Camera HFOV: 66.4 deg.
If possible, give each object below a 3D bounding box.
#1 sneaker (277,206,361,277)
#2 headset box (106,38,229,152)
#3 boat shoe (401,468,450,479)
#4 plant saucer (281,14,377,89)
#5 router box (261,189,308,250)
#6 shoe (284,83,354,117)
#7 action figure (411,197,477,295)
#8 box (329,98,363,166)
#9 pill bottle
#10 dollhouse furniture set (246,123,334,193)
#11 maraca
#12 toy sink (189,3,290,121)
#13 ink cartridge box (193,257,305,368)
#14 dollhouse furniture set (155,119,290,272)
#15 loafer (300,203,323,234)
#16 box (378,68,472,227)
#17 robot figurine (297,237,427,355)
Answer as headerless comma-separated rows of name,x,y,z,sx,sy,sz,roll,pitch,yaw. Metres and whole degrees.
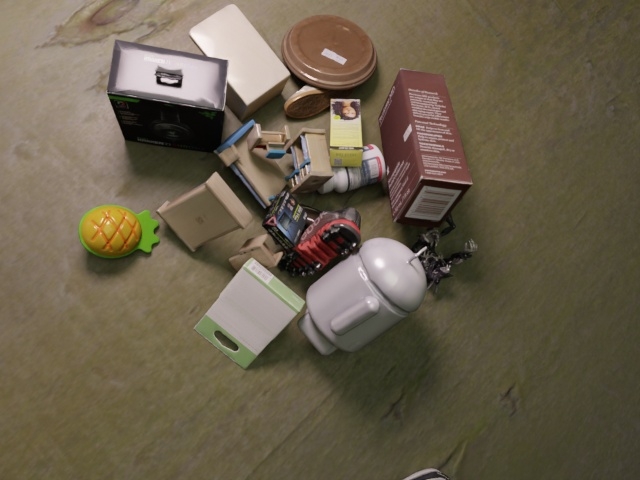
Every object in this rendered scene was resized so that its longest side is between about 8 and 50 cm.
sneaker,0.000,0.000,1.218,0.098,0.276,0.135,42,42,-19
headset box,-0.349,-0.332,1.159,0.247,0.283,0.131,6,78,-13
boat shoe,0.194,0.656,1.199,0.303,0.091,0.114,-24,86,-17
plant saucer,0.029,-0.542,1.382,0.278,0.041,0.277,4,64,-8
router box,-0.084,-0.051,1.196,0.092,0.038,0.122,49,40,-28
shoe,-0.010,-0.406,1.377,0.219,0.076,0.058,-25,50,-17
action figure,0.326,0.008,1.336,0.164,0.141,0.275,10,75,-24
box,0.066,-0.293,1.308,0.088,0.058,0.232,1,49,-1
pill bottle,0.074,-0.189,1.326,0.180,0.108,0.107,-18,84,-16
dollhouse furniture set,-0.087,-0.197,1.221,0.184,0.129,0.129,-3,75,-29
maraca,-0.477,-0.021,1.167,0.186,0.099,0.127,-1,89,-39
toy sink,-0.221,-0.465,1.296,0.153,0.131,0.234,-42,96,-17
ink cartridge box,-0.175,0.181,1.187,0.171,0.056,0.235,40,115,-4
dollhouse furniture set,-0.208,-0.105,1.265,0.286,0.198,0.303,53,39,-22
loafer,0.009,-0.043,1.296,0.220,0.078,0.080,23,75,-9
box,0.260,-0.245,1.277,0.143,0.191,0.381,6,56,-11
robot figurine,0.108,0.130,1.177,0.353,0.300,0.199,-41,95,22
